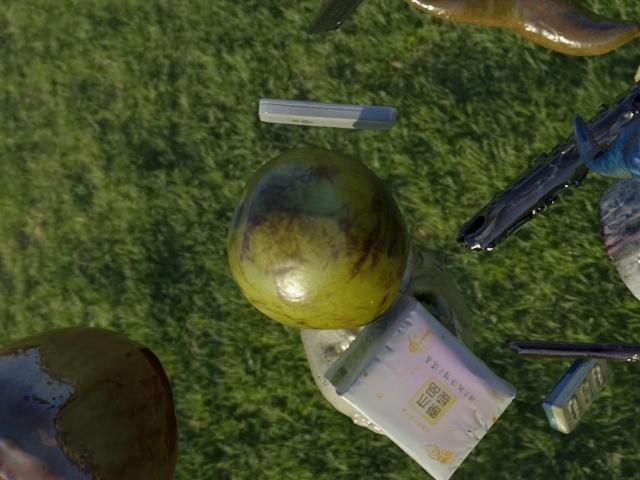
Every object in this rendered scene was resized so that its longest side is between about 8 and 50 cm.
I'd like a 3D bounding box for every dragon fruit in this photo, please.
[{"bbox_3d":[0.618,-0.031,1.499,0.221,0.203,0.283,-29,56,52],"label":"dragon fruit"}]

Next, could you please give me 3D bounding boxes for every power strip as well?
[{"bbox_3d":[0.352,0.200,1.226,0.032,0.056,0.123,17,53,45],"label":"power strip"}]

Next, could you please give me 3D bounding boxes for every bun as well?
[{"bbox_3d":[0.136,0.156,1.575,0.234,0.326,0.362,-29,82,46],"label":"bun"}]

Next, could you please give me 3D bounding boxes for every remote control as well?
[{"bbox_3d":[0.362,-0.117,1.279,0.398,0.144,0.062,-41,90,21],"label":"remote control"},{"bbox_3d":[0.013,-0.231,1.652,0.250,0.103,0.034,3,88,-1],"label":"remote control"}]

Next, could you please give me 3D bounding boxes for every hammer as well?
[{"bbox_3d":[0.243,0.107,0.835,0.178,0.021,0.065,-5,99,49],"label":"hammer"}]

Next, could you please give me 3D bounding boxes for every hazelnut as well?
[{"bbox_3d":[-0.219,0.167,0.821,0.210,0.186,0.210,29,139,29],"label":"hazelnut"}]

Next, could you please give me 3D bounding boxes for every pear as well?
[{"bbox_3d":[0.000,0.000,1.316,0.283,0.283,0.284,-10,74,38],"label":"pear"}]

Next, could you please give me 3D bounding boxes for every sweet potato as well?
[{"bbox_3d":[0.193,-0.227,0.886,0.069,0.249,0.059,-92,16,-45],"label":"sweet potato"}]

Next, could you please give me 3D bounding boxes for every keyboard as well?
[{"bbox_3d":[0.023,-0.304,1.185,0.155,0.053,0.010,157,98,-71],"label":"keyboard"}]

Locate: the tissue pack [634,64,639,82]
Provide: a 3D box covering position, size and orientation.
[{"bbox_3d":[0.674,-0.269,1.388,0.167,0.274,0.200,97,149,-57],"label":"tissue pack"}]

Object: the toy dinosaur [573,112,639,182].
[{"bbox_3d":[0.170,-0.068,0.449,0.247,0.188,0.075,23,87,61],"label":"toy dinosaur"}]

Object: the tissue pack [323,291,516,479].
[{"bbox_3d":[0.152,0.219,1.363,0.185,0.225,0.124,-49,15,-3],"label":"tissue pack"}]
